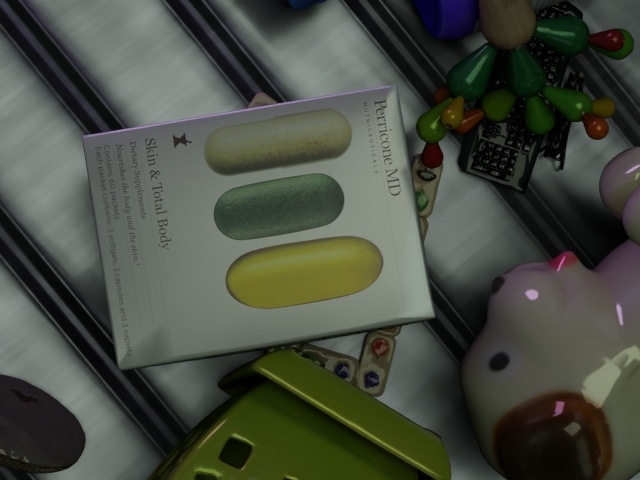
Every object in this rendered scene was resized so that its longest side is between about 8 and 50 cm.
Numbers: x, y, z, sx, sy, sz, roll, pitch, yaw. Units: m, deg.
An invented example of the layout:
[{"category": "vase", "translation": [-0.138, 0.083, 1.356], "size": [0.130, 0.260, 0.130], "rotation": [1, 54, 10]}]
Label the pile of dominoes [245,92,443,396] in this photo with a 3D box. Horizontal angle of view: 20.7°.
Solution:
[{"category": "pile of dominoes", "translation": [0.000, 0.000, 1.620], "size": [0.196, 0.040, 0.251], "rotation": [16, 84, -8]}]

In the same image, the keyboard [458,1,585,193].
[{"category": "keyboard", "translation": [0.205, -0.142, 1.664], "size": [0.100, 0.038, 0.192], "rotation": [19, 84, -8]}]

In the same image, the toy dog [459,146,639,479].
[{"category": "toy dog", "translation": [0.325, 0.101, 1.559], "size": [0.408, 0.284, 0.395], "rotation": [-8, 115, -2]}]

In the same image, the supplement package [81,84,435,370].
[{"category": "supplement package", "translation": [-0.046, -0.008, 1.508], "size": [0.262, 0.198, 0.199], "rotation": [-9, 87, 2]}]

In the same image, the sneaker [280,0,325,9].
[{"category": "sneaker", "translation": [0.075, -0.352, 1.568], "size": [0.341, 0.125, 0.140], "rotation": [-34, 88, -11]}]

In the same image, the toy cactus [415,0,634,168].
[{"category": "toy cactus", "translation": [0.177, -0.158, 1.577], "size": [0.219, 0.112, 0.180], "rotation": [-18, 128, 5]}]

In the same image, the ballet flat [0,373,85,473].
[{"category": "ballet flat", "translation": [-0.332, 0.154, 1.554], "size": [0.250, 0.058, 0.084], "rotation": [17, 48, -13]}]

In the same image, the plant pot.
[{"category": "plant pot", "translation": [-0.028, 0.222, 1.514], "size": [0.227, 0.228, 0.207], "rotation": [32, 76, -5]}]

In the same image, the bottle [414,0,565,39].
[{"category": "bottle", "translation": [0.224, -0.275, 1.625], "size": [0.283, 0.118, 0.092], "rotation": [-20, 71, -7]}]
